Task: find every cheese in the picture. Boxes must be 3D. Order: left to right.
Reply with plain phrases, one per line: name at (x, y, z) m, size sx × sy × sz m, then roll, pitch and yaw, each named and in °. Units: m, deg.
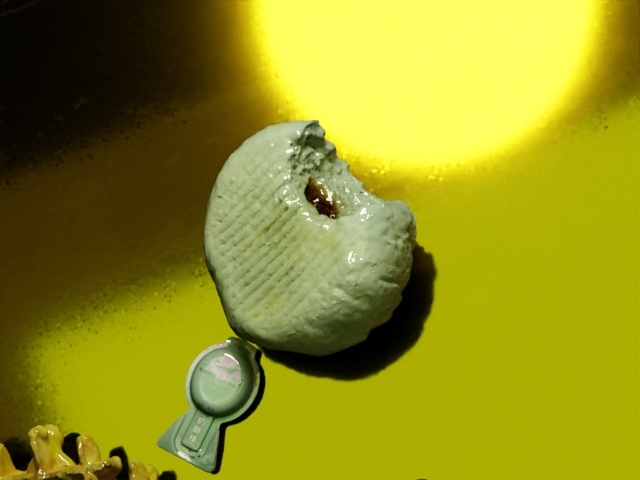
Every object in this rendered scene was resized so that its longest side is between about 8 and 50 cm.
cheese at (-0.096, 0.143, 1.470) m, size 0.067 × 0.026 × 0.120 m, roll 26°, pitch 83°, yaw 15°

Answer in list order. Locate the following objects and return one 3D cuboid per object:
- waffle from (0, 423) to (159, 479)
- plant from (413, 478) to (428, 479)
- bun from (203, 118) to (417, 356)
waffle at (-0.241, 0.313, 1.439) m, size 0.260 × 0.069 × 0.293 m, roll 28°, pitch 86°, yaw 16°
plant at (0.030, 0.311, 1.316) m, size 0.204 × 0.178 × 0.234 m, roll -31°, pitch 44°, yaw 5°
bun at (0.000, 0.000, 1.434) m, size 0.204 × 0.126 × 0.212 m, roll -24°, pitch 67°, yaw 30°
